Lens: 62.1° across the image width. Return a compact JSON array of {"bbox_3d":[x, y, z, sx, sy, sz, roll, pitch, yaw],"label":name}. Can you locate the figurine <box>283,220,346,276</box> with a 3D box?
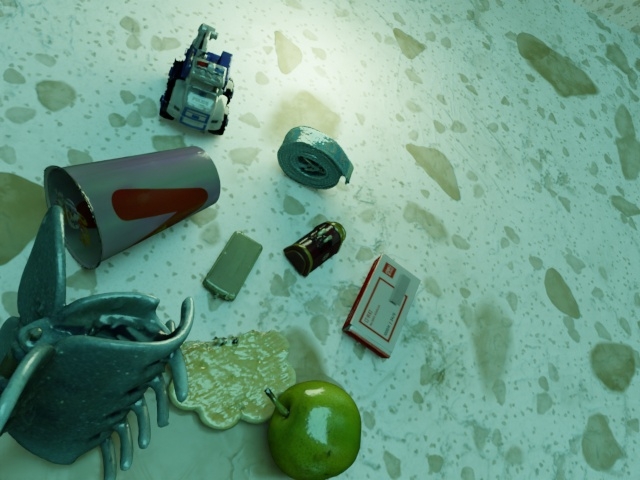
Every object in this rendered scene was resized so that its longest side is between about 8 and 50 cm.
[{"bbox_3d":[0.001,0.000,1.208,0.154,0.098,0.082,-36,81,-33],"label":"figurine"}]

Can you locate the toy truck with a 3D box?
[{"bbox_3d":[-0.267,-0.363,1.214,0.161,0.177,0.213,15,58,-21],"label":"toy truck"}]

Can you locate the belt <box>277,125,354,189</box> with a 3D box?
[{"bbox_3d":[-0.019,-0.198,1.277,0.163,0.148,0.082,50,45,-32],"label":"belt"}]

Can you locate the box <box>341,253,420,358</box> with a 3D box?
[{"bbox_3d":[0.143,0.151,1.228,0.123,0.050,0.229,35,54,-6],"label":"box"}]

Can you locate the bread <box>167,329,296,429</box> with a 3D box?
[{"bbox_3d":[-0.166,0.265,1.016,0.251,0.039,0.181,-3,67,-29],"label":"bread"}]

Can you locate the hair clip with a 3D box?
[{"bbox_3d":[-0.354,0.201,0.777,0.238,0.318,0.392,23,27,-31],"label":"hair clip"}]

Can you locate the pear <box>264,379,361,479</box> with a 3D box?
[{"bbox_3d":[-0.026,0.335,0.960,0.216,0.166,0.180,40,70,-33],"label":"pear"}]

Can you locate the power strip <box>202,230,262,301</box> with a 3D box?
[{"bbox_3d":[-0.186,0.058,1.123,0.076,0.028,0.169,33,53,-8],"label":"power strip"}]

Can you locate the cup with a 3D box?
[{"bbox_3d":[-0.347,-0.085,1.030,0.288,0.203,0.203,-29,80,-42],"label":"cup"}]
